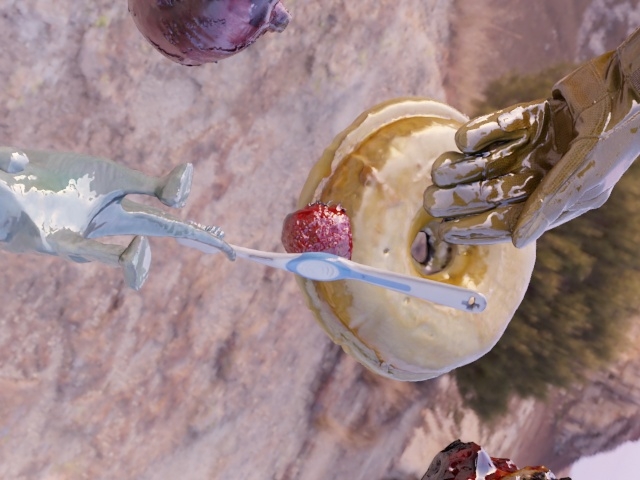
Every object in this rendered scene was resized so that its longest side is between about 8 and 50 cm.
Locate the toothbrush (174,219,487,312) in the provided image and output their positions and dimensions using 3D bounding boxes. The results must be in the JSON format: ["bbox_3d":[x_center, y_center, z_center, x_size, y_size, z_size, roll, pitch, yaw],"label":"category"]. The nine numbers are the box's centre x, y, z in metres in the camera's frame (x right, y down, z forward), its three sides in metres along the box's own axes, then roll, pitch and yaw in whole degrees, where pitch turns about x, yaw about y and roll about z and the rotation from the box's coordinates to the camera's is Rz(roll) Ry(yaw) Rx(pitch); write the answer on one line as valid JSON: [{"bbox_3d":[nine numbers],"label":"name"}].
[{"bbox_3d":[0.008,0.035,1.064,0.040,0.386,0.040,14,90,-81],"label":"toothbrush"}]

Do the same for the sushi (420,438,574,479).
[{"bbox_3d":[0.142,0.233,0.669,0.172,0.150,0.153,-1,114,-45],"label":"sushi"}]

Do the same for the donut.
[{"bbox_3d":[0.152,0.000,1.373,0.198,0.449,0.448,13,-108,59],"label":"donut"}]

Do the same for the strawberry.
[{"bbox_3d":[-0.001,0.001,1.161,0.106,0.106,0.106,-56,164,-25],"label":"strawberry"}]

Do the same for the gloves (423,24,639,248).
[{"bbox_3d":[0.264,-0.102,0.971,0.331,0.154,0.141,-38,167,19],"label":"gloves"}]

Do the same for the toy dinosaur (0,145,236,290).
[{"bbox_3d":[-0.173,-0.021,0.656,0.393,0.206,0.092,-4,98,-63],"label":"toy dinosaur"}]

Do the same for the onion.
[{"bbox_3d":[-0.127,-0.337,1.140,0.219,0.252,0.252,22,97,-35],"label":"onion"}]
